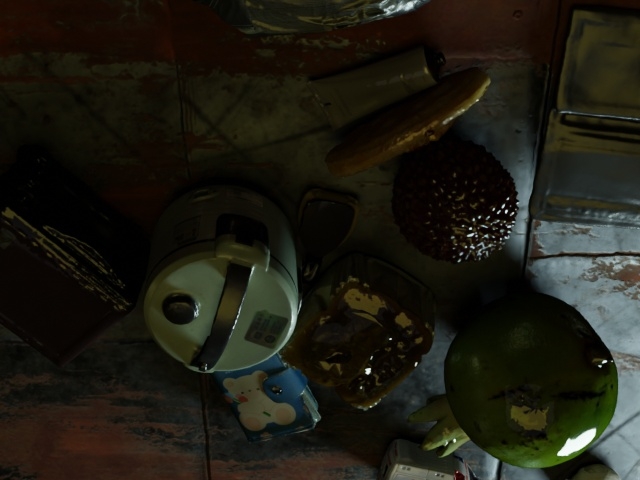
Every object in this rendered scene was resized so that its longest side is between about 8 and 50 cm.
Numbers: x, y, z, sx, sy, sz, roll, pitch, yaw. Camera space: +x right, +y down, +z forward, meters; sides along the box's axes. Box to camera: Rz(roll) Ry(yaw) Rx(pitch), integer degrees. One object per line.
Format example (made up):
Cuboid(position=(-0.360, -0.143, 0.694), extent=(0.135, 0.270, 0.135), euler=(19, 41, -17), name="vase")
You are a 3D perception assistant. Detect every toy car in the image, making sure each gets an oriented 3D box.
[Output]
Cuboid(position=(0.201, 0.405, 1.981), extent=(0.210, 0.089, 0.108), euler=(15, 118, -5), name="toy car")

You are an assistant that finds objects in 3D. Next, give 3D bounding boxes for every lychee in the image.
Cuboid(position=(0.187, -0.050, 1.627), extent=(0.188, 0.188, 0.188), euler=(0, 124, 1), name="lychee")

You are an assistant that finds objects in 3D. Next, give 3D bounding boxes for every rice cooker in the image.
Cuboid(position=(-0.134, 0.054, 1.656), extent=(0.226, 0.244, 0.226), euler=(0, 123, 0), name="rice cooker")

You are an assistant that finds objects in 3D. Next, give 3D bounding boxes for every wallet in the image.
Cuboid(position=(0.433, -0.158, 1.627), extent=(0.247, 0.041, 0.323), euler=(5, 120, -3), name="wallet")
Cuboid(position=(-0.094, 0.227, 1.883), extent=(0.141, 0.059, 0.202), euler=(-16, 121, 19), name="wallet")

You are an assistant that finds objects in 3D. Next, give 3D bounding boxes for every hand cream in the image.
Cuboid(position=(0.081, -0.212, 1.595), extent=(0.186, 0.054, 0.087), euler=(-19, 126, 20), name="hand cream")

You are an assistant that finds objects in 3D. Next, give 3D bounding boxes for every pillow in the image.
Cuboid(position=(-0.008, -0.341, 1.481), extent=(0.335, 0.092, 0.161), euler=(-7, 118, 6), name="pillow")

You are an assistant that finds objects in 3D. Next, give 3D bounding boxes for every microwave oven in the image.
Cuboid(position=(-0.380, 0.018, 1.675), extent=(0.247, 0.178, 0.188), euler=(40, 114, -22), name="microwave oven")

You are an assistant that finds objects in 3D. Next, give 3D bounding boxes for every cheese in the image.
Cuboid(position=(0.000, 0.000, 1.743), extent=(0.086, 0.036, 0.162), euler=(10, 124, -9), name="cheese")

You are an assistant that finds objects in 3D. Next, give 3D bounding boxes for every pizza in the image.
Cuboid(position=(0.121, -0.151, 1.591), extent=(0.246, 0.127, 0.058), euler=(-33, 112, 3), name="pizza")

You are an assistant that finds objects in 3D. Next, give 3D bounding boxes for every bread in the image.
Cuboid(position=(0.059, 0.140, 1.792), extent=(0.192, 0.110, 0.210), euler=(33, 118, -18), name="bread")

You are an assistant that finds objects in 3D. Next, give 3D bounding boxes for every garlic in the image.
Cuboid(position=(0.464, 0.435, 2.005), extent=(0.094, 0.074, 0.113), euler=(16, 108, 2), name="garlic")

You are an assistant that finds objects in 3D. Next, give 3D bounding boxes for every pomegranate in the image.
Cuboid(position=(0.284, 0.226, 1.776), extent=(0.341, 0.260, 0.260), euler=(-37, 116, 26), name="pomegranate")
